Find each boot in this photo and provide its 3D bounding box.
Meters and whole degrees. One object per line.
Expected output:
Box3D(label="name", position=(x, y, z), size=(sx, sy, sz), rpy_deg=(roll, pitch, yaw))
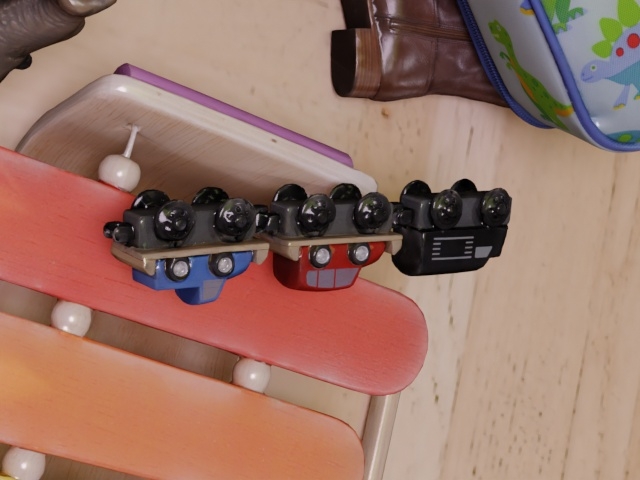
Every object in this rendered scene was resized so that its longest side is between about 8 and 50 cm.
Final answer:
Box3D(label="boot", position=(0.061, -0.108, 0.617), size=(0.114, 0.037, 0.106), rpy_deg=(-1, 105, -27))

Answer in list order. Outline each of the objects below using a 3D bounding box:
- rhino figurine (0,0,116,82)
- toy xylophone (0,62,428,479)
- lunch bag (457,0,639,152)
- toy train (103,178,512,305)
Box3D(label="rhino figurine", position=(-0.189, -0.104, 0.435), size=(0.243, 0.106, 0.073), rpy_deg=(21, 52, -28))
Box3D(label="toy xylophone", position=(-0.059, 0.108, 0.526), size=(0.236, 0.081, 0.323), rpy_deg=(12, 85, -31))
Box3D(label="lunch bag", position=(0.149, -0.154, 0.573), size=(0.219, 0.090, 0.176), rpy_deg=(-32, 113, -9))
Box3D(label="toy train", position=(0.000, 0.000, 0.496), size=(0.158, 0.027, 0.036), rpy_deg=(-3, 104, -33))
